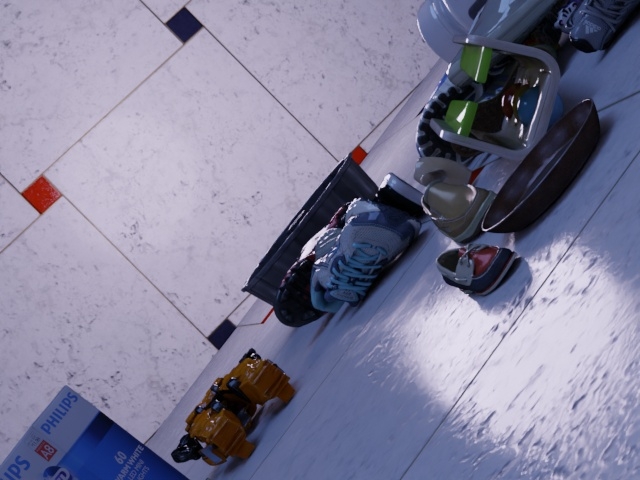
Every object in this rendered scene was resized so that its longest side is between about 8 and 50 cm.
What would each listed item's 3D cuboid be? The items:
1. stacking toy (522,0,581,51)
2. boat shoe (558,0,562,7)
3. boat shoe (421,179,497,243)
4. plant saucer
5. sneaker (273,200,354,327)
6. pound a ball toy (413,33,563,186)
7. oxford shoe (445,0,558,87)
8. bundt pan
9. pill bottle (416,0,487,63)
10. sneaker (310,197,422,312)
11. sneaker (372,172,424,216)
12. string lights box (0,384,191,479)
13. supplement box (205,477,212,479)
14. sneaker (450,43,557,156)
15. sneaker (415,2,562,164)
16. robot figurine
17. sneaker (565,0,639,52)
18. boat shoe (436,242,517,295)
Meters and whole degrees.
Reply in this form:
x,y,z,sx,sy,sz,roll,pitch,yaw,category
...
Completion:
x,y,z,sx,sy,sz,roll,pitch,yaw,category
0.379,-0.349,1.816,0.221,0.052,0.167,-52,5,-9,stacking toy
0.347,-0.400,2.049,0.223,0.080,0.073,78,-168,-73,boat shoe
0.152,-0.040,1.504,0.068,0.072,0.190,-53,4,-9,boat shoe
0.224,-0.068,1.282,0.168,0.029,0.168,-51,5,6,plant saucer
0.002,0.055,2.132,0.276,0.097,0.135,-52,4,-36,sneaker
0.208,-0.139,1.584,0.319,0.136,0.208,-76,1,-82,pound a ball toy
0.311,-0.401,1.818,0.449,0.130,0.169,-50,3,-7,oxford shoe
0.000,0.000,2.415,0.331,0.124,0.331,-52,4,5,bundt pan
0.338,-0.476,2.278,0.361,0.204,0.204,-47,7,41,pill bottle
0.060,0.033,1.861,0.283,0.110,0.122,132,157,-65,sneaker
0.105,-0.032,1.979,0.121,0.079,0.217,-55,-4,1,sneaker
-0.190,0.274,1.254,0.133,0.260,0.077,-50,5,32,string lights box
-0.133,0.333,1.521,0.083,0.056,0.083,-53,5,-11,supplement box
0.260,-0.196,1.775,0.192,0.064,0.086,-49,-3,26,sneaker
0.241,-0.252,1.956,0.330,0.130,0.147,-52,7,-6,sneaker
-0.133,0.259,1.939,0.211,0.085,0.291,-53,5,-15,robot figurine
0.343,-0.276,1.495,0.132,0.086,0.229,-56,-6,8,sneaker
0.148,0.023,1.237,0.049,0.043,0.137,-51,5,-11,boat shoe
